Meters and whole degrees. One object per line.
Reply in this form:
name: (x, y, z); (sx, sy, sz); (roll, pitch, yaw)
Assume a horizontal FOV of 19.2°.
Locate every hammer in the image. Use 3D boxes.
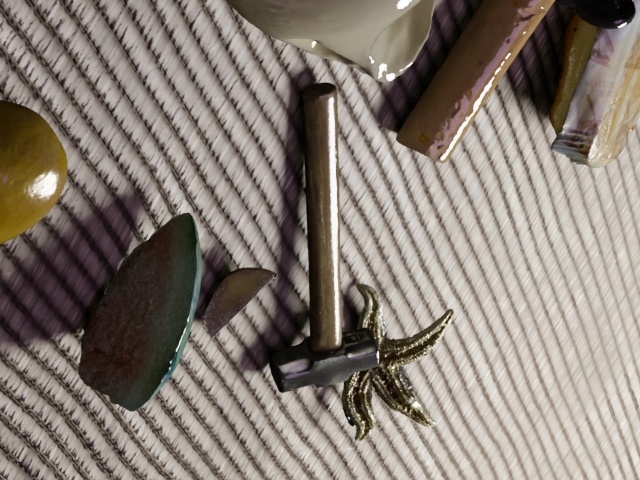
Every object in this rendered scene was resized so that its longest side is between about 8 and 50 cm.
hammer: (0.000, 0.000, 1.866); (0.111, 0.043, 0.365); (-14, 131, -15)

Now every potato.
potato: (-0.083, 0.049, 1.832); (0.093, 0.036, 0.037); (-44, -172, 23)

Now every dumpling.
dumpling: (0.010, -0.321, 1.476); (0.395, 0.233, 0.315); (48, 49, -52)

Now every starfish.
starfish: (0.073, 0.128, 2.055); (0.176, 0.053, 0.208); (-28, 130, 0)

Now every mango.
mango: (-0.286, -0.044, 1.449); (0.195, 0.092, 0.130); (-21, 139, -25)

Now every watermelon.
watermelon: (-0.151, 0.062, 1.706); (0.180, 0.094, 0.081); (-58, 177, -5)

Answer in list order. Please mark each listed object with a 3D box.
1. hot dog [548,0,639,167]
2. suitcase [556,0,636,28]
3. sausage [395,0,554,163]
hot dog: (0.310, -0.203, 2.017); (0.162, 0.082, 0.270); (-9, 121, -57)
suitcase: (0.259, -0.402, 1.623); (0.339, 0.188, 0.345); (-52, 155, -43)
sausage: (0.180, -0.210, 1.867); (0.301, 0.066, 0.066); (-58, 147, 7)
